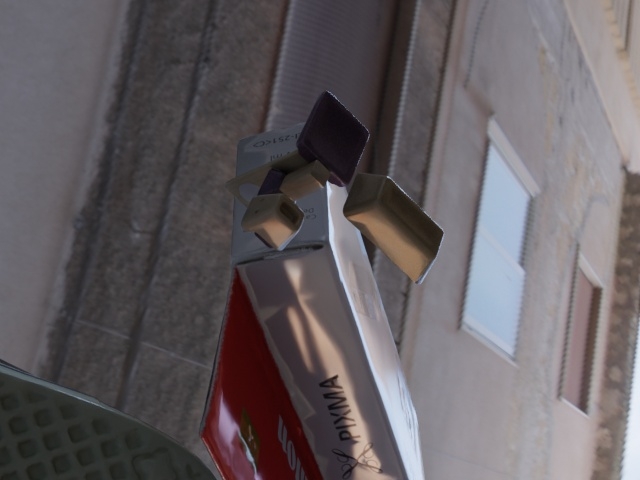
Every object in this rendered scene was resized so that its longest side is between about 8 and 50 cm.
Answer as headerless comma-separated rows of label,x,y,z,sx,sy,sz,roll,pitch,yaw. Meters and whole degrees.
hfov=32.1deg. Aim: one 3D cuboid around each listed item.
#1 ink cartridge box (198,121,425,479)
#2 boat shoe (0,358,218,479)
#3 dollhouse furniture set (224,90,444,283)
ink cartridge box,0.012,0.116,0.710,0.066,0.296,0.261,-12,-143,9
boat shoe,-0.282,0.088,0.581,0.500,0.156,0.187,30,-119,-14
dollhouse furniture set,0.000,0.000,0.598,0.081,0.114,0.091,-23,-146,44
